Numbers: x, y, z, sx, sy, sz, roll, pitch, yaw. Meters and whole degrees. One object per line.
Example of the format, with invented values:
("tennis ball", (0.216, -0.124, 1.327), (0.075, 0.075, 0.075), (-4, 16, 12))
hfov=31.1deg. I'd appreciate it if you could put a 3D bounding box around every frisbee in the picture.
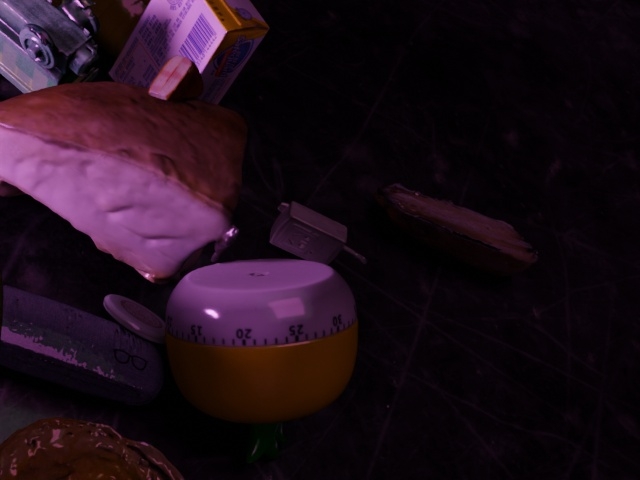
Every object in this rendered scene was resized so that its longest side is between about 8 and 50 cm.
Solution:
("frisbee", (-0.250, 0.107, 1.586), (0.110, 0.014, 0.110), (32, 8, -5))

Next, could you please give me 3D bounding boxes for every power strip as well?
("power strip", (0.000, 0.000, 1.878), (0.175, 0.075, 0.042), (24, 40, -17))

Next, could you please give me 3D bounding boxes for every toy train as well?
("toy train", (-0.461, -0.338, 1.735), (0.301, 0.202, 0.120), (40, 63, 0))

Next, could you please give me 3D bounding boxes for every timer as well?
("timer", (-0.076, 0.174, 1.556), (0.285, 0.285, 0.285), (22, 43, -21))

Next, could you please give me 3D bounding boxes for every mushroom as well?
("mushroom", (-0.311, -0.143, 1.652), (0.397, 0.224, 0.314), (24, 44, -18))

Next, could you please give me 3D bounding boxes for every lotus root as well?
("lotus root", (0.237, -0.009, 2.083), (0.329, 0.078, 0.167), (20, 20, -21))

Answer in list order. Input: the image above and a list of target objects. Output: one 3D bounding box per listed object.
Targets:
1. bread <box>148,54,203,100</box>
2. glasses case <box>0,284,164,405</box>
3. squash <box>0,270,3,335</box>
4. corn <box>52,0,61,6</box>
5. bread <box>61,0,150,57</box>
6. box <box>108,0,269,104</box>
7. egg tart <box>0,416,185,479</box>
("bread", (-0.202, -0.236, 1.664), (0.043, 0.062, 0.109), (23, 17, 19))
("glasses case", (-0.333, 0.136, 1.493), (0.282, 0.067, 0.109), (24, 34, -23))
("squash", (-0.480, 0.067, 1.314), (0.310, 0.310, 0.309), (31, 26, -11))
("corn", (-0.464, -0.391, 1.882), (0.207, 0.068, 0.068), (47, 40, 9))
("bread", (-0.410, -0.471, 1.965), (0.383, 0.112, 0.166), (44, 40, 5))
("box", (-0.215, -0.304, 1.845), (0.097, 0.265, 0.168), (-13, 60, -46))
("egg tart", (-0.272, 0.334, 1.318), (0.288, 0.118, 0.288), (21, 41, -20))
